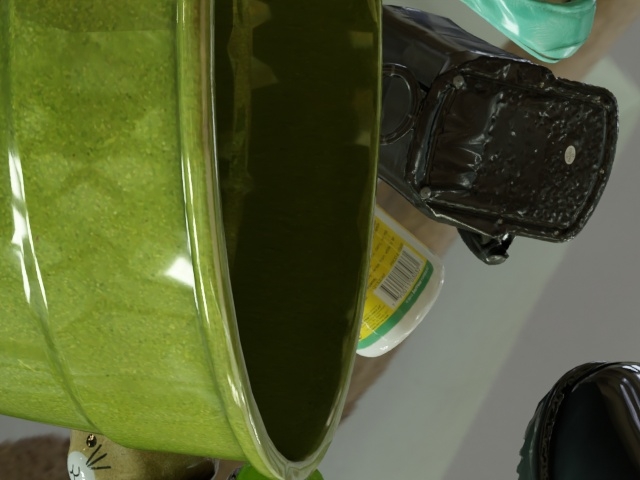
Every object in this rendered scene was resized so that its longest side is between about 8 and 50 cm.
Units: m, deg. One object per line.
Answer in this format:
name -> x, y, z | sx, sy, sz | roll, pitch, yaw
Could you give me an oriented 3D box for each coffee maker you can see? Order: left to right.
coffee maker -> 0.068, -0.083, 1.079 | 0.171, 0.178, 0.120 | 36, -89, -26

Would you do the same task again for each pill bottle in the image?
pill bottle -> 0.000, 0.000, 1.611 | 0.208, 0.117, 0.117 | 40, -126, -15

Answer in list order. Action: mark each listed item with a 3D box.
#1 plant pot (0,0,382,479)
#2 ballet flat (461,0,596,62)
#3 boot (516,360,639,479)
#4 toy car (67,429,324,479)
plant pot -> -0.174, -0.086, 0.779 | 0.353, 0.366, 0.366 | 1, -117, 10
ballet flat -> 0.114, -0.235, 1.436 | 0.247, 0.087, 0.083 | 29, -141, -3
boot -> 0.158, 0.090, 0.606 | 0.094, 0.207, 0.246 | 26, -140, -15
toy car -> -0.107, 0.126, 0.967 | 0.149, 0.155, 0.188 | -19, -115, -33
